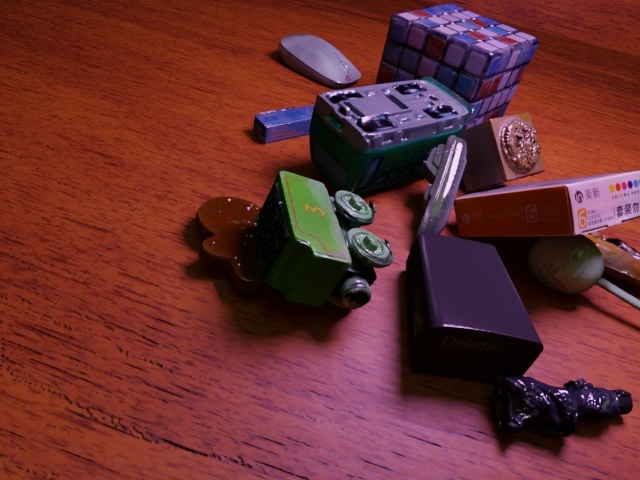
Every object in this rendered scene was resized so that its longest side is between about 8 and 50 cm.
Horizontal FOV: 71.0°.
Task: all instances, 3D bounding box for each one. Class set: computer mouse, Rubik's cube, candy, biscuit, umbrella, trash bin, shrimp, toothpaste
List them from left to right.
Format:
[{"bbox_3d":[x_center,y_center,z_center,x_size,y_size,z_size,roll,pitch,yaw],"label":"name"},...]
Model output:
[{"bbox_3d":[-0.134,-0.001,0.798,0.180,0.039,0.236,-8,45,-32],"label":"biscuit"},{"bbox_3d":[-0.040,-0.306,1.150,0.272,0.053,0.066,-20,55,-32],"label":"toothpaste"},{"bbox_3d":[-0.003,-0.585,1.429,0.288,0.097,0.159,34,44,23],"label":"computer mouse"},{"bbox_3d":[0.341,-0.429,1.198,0.287,0.292,0.293,37,45,26],"label":"Rubik's cube"},{"bbox_3d":[0.229,0.099,0.729,0.165,0.115,0.225,10,40,-4],"label":"trash bin"},{"bbox_3d":[0.358,0.238,0.646,0.224,0.071,0.080,6,81,-17],"label":"umbrella"},{"bbox_3d":[0.605,0.027,0.945,0.287,0.063,0.152,33,34,23],"label":"shrimp"},{"bbox_3d":[0.588,0.123,0.818,0.440,0.119,0.119,33,45,11],"label":"candy"}]

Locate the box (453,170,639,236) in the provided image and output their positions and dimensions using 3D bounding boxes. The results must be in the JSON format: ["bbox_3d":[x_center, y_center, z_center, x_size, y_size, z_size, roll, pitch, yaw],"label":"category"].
[{"bbox_3d":[0.431,-0.067,0.866,0.220,0.091,0.274,-11,5,-22],"label":"box"}]

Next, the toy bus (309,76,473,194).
[{"bbox_3d":[0.148,-0.228,0.997,0.343,0.199,0.183,-19,53,-30],"label":"toy bus"}]

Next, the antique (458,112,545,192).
[{"bbox_3d":[0.416,-0.202,1.040,0.146,0.148,0.152,-17,91,-30],"label":"antique"}]

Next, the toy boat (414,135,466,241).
[{"bbox_3d":[0.236,-0.100,0.925,0.085,0.078,0.260,17,69,13],"label":"toy boat"}]

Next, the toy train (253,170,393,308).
[{"bbox_3d":[0.000,0.000,0.734,0.188,0.132,0.243,13,37,-26],"label":"toy train"}]
